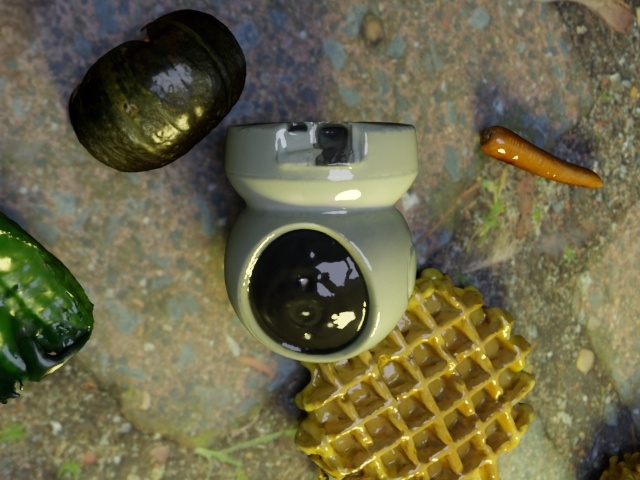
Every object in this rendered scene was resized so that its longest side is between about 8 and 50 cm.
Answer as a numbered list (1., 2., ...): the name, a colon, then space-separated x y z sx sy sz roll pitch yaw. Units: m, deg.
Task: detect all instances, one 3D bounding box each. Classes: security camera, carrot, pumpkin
1. security camera: 0.000 0.000 0.800 0.195 0.194 0.236 -3 101 -23
2. carrot: 0.269 -0.093 0.987 0.190 0.037 0.037 19 87 -27
3. pumpkin: -0.143 -0.143 0.769 0.183 0.108 0.119 -45 115 -12

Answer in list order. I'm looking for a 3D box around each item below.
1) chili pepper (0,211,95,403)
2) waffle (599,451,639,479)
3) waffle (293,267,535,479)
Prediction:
1. chili pepper: -0.378 0.017 0.657 0.385 0.167 0.213 37 95 -33
2. waffle: 0.424 0.370 1.074 0.193 0.070 0.197 44 80 -20
3. waffle: 0.109 0.181 0.927 0.329 0.062 0.329 -3 96 -23
